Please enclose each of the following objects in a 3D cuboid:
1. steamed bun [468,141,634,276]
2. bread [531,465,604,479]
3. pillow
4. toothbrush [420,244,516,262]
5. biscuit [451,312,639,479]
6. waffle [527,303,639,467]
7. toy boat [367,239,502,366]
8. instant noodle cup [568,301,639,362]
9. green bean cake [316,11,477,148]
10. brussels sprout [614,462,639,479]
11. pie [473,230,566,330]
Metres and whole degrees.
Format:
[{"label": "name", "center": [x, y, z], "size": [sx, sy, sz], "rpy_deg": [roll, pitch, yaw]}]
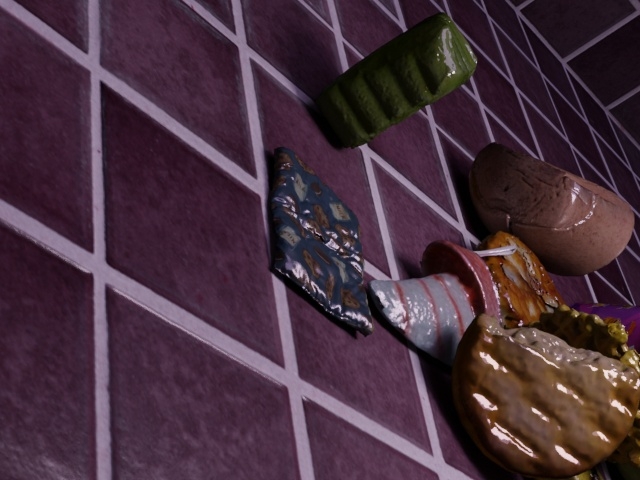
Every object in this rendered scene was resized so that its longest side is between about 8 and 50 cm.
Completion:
[{"label": "steamed bun", "center": [0.418, -0.047, 2.247], "size": [0.251, 0.199, 0.301], "rpy_deg": [20, 7, -35]}, {"label": "bread", "center": [0.378, 0.359, 1.819], "size": [0.361, 0.077, 0.138], "rpy_deg": [60, 24, 6]}, {"label": "pillow", "center": [-0.001, -0.002, 1.599], "size": [0.189, 0.034, 0.256], "rpy_deg": [39, 31, -32]}, {"label": "toothbrush", "center": [0.250, 0.029, 1.950], "size": [0.204, 0.017, 0.022], "rpy_deg": [-8, 52, -33]}, {"label": "biscuit", "center": [0.310, 0.232, 1.693], "size": [0.274, 0.213, 0.091], "rpy_deg": [25, -4, -8]}, {"label": "waffle", "center": [0.424, 0.230, 1.843], "size": [0.051, 0.291, 0.291], "rpy_deg": [-20, 74, -27]}, {"label": "toy boat", "center": [0.165, 0.100, 1.736], "size": [0.282, 0.096, 0.206], "rpy_deg": [-1, 76, -55]}, {"label": "instant noodle cup", "center": [0.509, 0.215, 1.989], "size": [0.251, 0.190, 0.251], "rpy_deg": [-13, 107, -47]}, {"label": "green bean cake", "center": [0.130, -0.260, 1.896], "size": [0.125, 0.248, 0.222], "rpy_deg": [56, 22, -6]}, {"label": "brussels sprout", "center": [0.656, 0.358, 2.140], "size": [0.273, 0.242, 0.317], "rpy_deg": [24, 49, -21]}, {"label": "pie", "center": [0.353, 0.110, 2.068], "size": [0.308, 0.085, 0.308], "rpy_deg": [42, 29, -29]}]
